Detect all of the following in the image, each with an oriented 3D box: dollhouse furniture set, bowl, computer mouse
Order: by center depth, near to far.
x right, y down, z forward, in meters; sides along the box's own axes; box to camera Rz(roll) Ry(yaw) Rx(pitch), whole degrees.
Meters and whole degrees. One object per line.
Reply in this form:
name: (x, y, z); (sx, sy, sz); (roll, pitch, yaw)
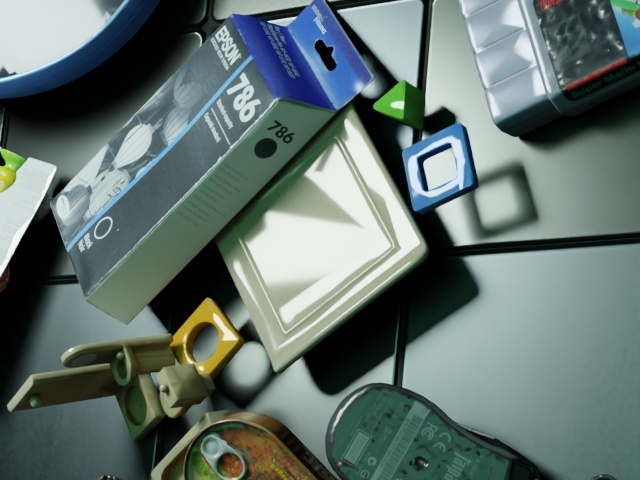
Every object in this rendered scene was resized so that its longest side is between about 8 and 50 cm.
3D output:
computer mouse: (0.107, 0.237, 1.505); (0.262, 0.060, 0.184); (22, 83, 25)
dollhouse furniture set: (-0.172, 0.168, 1.643); (0.144, 0.123, 0.151); (-48, 58, 43)
bowl: (-0.314, -0.329, 1.913); (0.391, 0.077, 0.391); (-5, 74, 18)

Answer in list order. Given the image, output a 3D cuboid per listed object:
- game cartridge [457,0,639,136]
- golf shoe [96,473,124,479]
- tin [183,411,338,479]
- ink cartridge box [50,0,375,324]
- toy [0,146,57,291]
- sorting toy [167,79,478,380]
game cartridge: (0.278, -0.253, 1.557); (0.355, 0.068, 0.230); (-26, 58, 24)
golf shoe: (-0.170, 0.293, 1.659); (0.086, 0.067, 0.186); (-43, 56, 16)
tin: (-0.032, 0.227, 1.561); (0.189, 0.040, 0.106); (46, 109, 5)
ink cartridge box: (-0.108, -0.090, 1.727); (0.333, 0.065, 0.165); (-44, 38, 12)
toy: (-0.351, 0.022, 1.878); (0.137, 0.056, 0.237); (19, 80, 40)
sorting toy: (0.000, 0.000, 1.660); (0.348, 0.047, 0.196); (-39, 53, 20)
